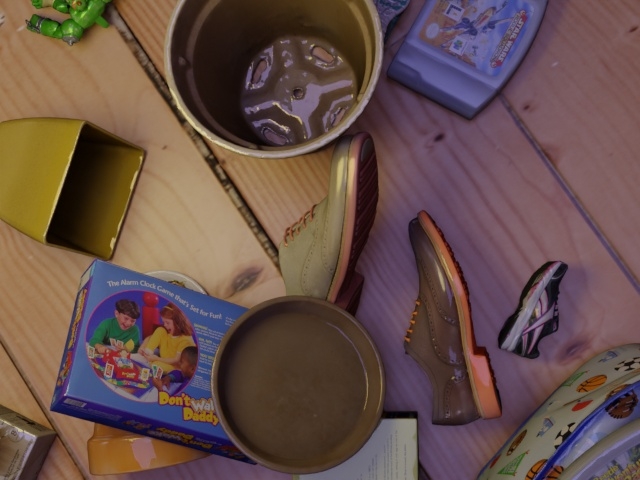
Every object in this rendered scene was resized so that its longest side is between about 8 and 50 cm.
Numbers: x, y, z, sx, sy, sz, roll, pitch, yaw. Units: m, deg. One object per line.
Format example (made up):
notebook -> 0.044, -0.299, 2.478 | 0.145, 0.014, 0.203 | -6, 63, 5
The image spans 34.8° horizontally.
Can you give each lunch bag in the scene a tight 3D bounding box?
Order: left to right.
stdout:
lunch bag -> 0.438, 0.324, 1.544 | 0.239, 0.328, 0.385 | 39, 89, 2

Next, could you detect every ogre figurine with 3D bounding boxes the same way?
ogre figurine -> -0.436, -0.435, 1.839 | 0.197, 0.097, 0.118 | -41, 63, -14

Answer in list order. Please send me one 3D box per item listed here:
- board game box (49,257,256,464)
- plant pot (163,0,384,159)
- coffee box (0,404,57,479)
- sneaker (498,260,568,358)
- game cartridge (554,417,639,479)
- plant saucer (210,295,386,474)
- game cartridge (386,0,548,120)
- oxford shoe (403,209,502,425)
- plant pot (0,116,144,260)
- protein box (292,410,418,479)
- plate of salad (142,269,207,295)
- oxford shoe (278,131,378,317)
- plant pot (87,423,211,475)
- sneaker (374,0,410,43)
board game box -> -0.226, 0.195, 1.612 | 0.347, 0.078, 0.233 | 21, 55, -22
plant pot -> -0.053, -0.272, 1.668 | 0.334, 0.305, 0.333 | -1, 85, 7
coffee box -> -0.609, 0.348, 1.775 | 0.247, 0.098, 0.141 | 23, 87, 8
sneaker -> 0.370, 0.118, 1.711 | 0.077, 0.072, 0.178 | 29, 96, -4
game cartridge -> 0.438, 0.346, 1.358 | 0.294, 0.060, 0.196 | -34, 86, 1
plant saucer -> -0.035, 0.224, 1.590 | 0.278, 0.041, 0.277 | 4, 74, -12
game cartridge -> 0.271, -0.370, 1.769 | 0.198, 0.062, 0.297 | 29, 88, 12
oxford shoe -> 0.191, 0.131, 1.695 | 0.133, 0.130, 0.363 | -17, 83, 11
plant pot -> -0.460, -0.101, 1.759 | 0.187, 0.212, 0.212 | 16, 86, 21
protein box -> 0.061, 0.385, 1.677 | 0.201, 0.136, 0.199 | -1, 85, 6
plate of salad -> -0.282, 0.150, 1.784 | 0.200, 0.048, 0.199 | -1, 85, 6
oxford shoe -> 0.000, 0.000, 1.648 | 0.147, 0.140, 0.396 | 18, 119, 14
plant pot -> -0.290, 0.276, 1.691 | 0.205, 0.205, 0.187 | -10, 84, 6
sneaker -> 0.102, -0.379, 1.784 | 0.065, 0.076, 0.166 | 31, 64, 8
